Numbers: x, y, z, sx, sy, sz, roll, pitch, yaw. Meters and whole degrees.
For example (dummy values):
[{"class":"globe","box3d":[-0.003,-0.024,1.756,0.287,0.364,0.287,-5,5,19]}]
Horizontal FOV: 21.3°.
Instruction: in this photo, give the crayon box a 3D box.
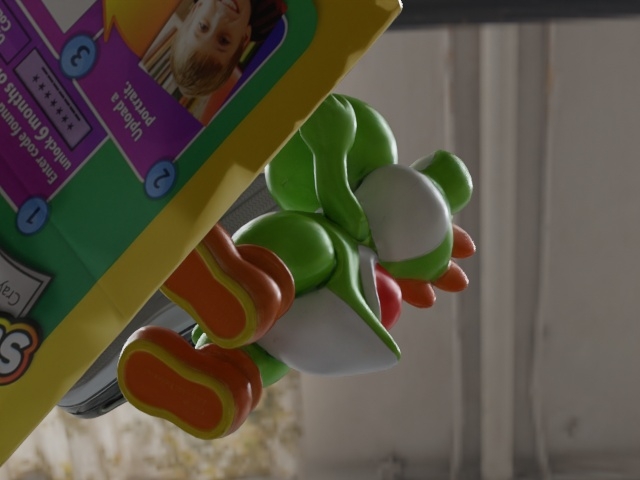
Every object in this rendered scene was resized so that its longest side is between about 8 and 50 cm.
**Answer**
[{"class":"crayon box","box3d":[-0.147,-0.122,0.698,0.106,0.363,0.313,29,-110,37]}]

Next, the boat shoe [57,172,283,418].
[{"class":"boat shoe","box3d":[-0.150,0.055,1.737,0.335,0.119,0.121,-35,-115,-5]}]

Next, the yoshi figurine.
[{"class":"yoshi figurine","box3d":[-0.024,-0.009,1.301,0.203,0.203,0.362,-10,-166,37]}]
